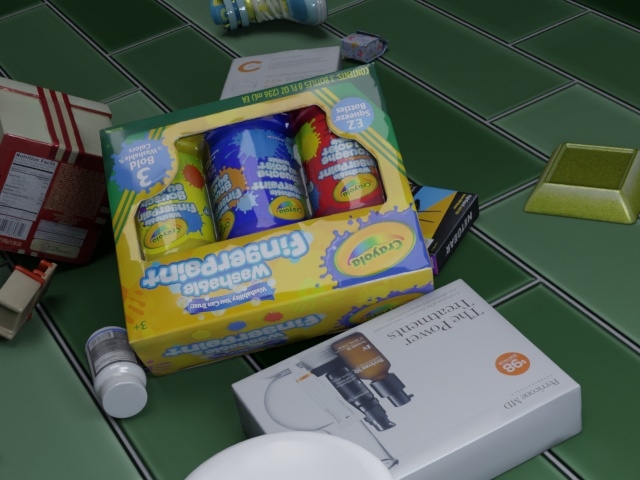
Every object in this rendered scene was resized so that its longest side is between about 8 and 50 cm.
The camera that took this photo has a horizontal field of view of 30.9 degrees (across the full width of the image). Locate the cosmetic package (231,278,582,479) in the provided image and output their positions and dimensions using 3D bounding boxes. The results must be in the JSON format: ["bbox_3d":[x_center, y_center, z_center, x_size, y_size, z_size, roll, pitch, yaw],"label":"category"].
[{"bbox_3d":[0.111,0.223,1.542,0.377,0.097,0.284,-24,40,-17],"label":"cosmetic package"}]

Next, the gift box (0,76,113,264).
[{"bbox_3d":[-0.512,-0.116,2.027,0.255,0.276,0.258,18,25,-31],"label":"gift box"}]

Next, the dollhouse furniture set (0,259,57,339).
[{"bbox_3d":[-0.579,0.044,1.876,0.259,0.262,0.135,28,38,-4],"label":"dollhouse furniture set"}]

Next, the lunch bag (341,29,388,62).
[{"bbox_3d":[0.095,-0.422,2.488,0.071,0.053,0.083,21,37,36],"label":"lunch bag"}]

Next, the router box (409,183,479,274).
[{"bbox_3d":[0.168,-0.022,1.909,0.133,0.046,0.179,10,40,28],"label":"router box"}]

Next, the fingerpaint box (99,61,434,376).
[{"bbox_3d":[-0.084,-0.034,1.753,0.445,0.163,0.371,-13,63,1],"label":"fingerpaint box"}]

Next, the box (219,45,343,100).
[{"bbox_3d":[-0.065,-0.201,2.105,0.215,0.168,0.345,-5,32,9],"label":"box"}]

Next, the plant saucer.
[{"bbox_3d":[0.457,-0.108,1.951,0.188,0.045,0.188,8,39,25],"label":"plant saucer"}]

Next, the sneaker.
[{"bbox_3d":[-0.131,-0.533,2.649,0.208,0.127,0.319,-24,27,-21],"label":"sneaker"}]

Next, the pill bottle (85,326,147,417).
[{"bbox_3d":[-0.300,0.195,1.709,0.078,0.078,0.137,-18,36,-9],"label":"pill bottle"}]

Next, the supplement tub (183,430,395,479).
[{"bbox_3d":[-0.015,0.381,1.147,0.241,0.331,0.241,-7,35,5],"label":"supplement tub"}]
